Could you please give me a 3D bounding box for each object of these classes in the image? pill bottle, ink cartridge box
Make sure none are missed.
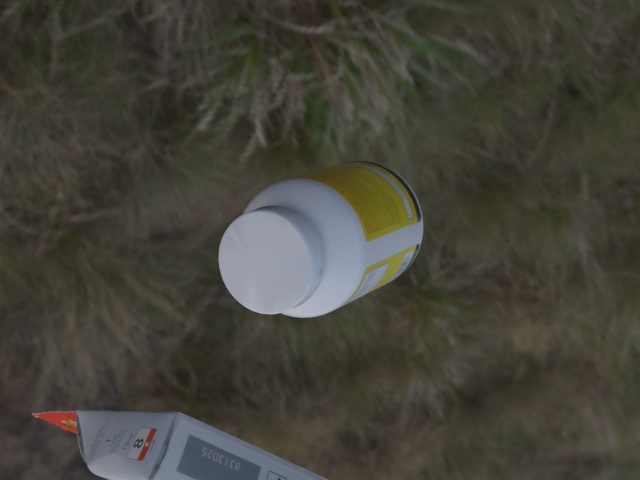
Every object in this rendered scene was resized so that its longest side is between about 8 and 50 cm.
[{"bbox_3d":[0.000,0.000,1.062,0.103,0.103,0.184,-44,170,25],"label":"pill bottle"},{"bbox_3d":[-0.070,0.136,0.776,0.145,0.045,0.179,29,156,-28],"label":"ink cartridge box"}]
